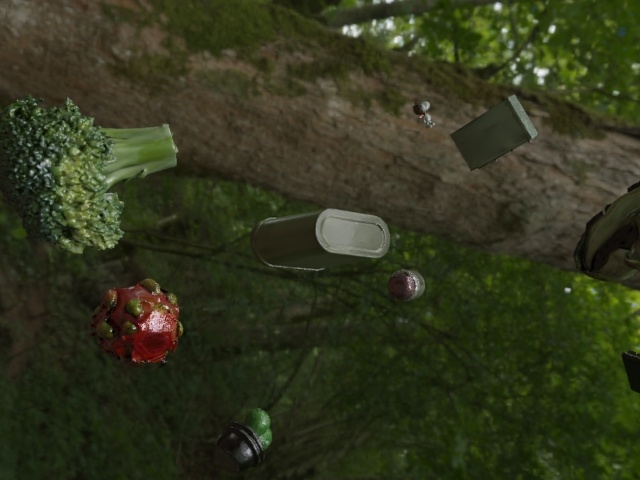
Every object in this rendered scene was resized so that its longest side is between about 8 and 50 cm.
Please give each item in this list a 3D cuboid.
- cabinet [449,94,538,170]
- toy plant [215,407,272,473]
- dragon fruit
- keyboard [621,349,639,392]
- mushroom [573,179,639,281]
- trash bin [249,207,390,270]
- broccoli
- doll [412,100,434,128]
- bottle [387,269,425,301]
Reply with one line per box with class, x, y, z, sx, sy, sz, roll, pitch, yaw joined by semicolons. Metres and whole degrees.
cabinet;0.539;-0.328;1.994;0.206;0.150;0.145;-31;-179;29
toy plant;-0.260;0.724;2.327;0.235;0.175;0.218;-38;149;-42
dragon fruit;-0.507;0.227;1.723;0.307;0.227;0.243;-41;-144;24
keyboard;0.644;0.261;1.036;0.317;0.027;0.106;18;-39;56
mushroom;0.722;-0.015;1.401;0.344;0.130;0.247;-52;-161;48
trash bin;0.000;0.000;1.510;0.247;0.243;0.121;-9;-103;49
broccoli;-0.418;-0.095;1.148;0.375;0.302;0.249;112;-15;-68
doll;0.305;-0.373;1.905;0.040;0.058;0.085;25;-48;55
bottle;0.289;0.153;2.194;0.233;0.110;0.110;13;86;-72
